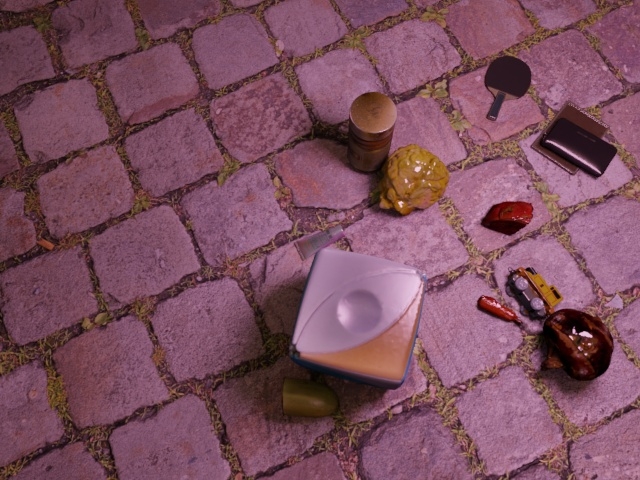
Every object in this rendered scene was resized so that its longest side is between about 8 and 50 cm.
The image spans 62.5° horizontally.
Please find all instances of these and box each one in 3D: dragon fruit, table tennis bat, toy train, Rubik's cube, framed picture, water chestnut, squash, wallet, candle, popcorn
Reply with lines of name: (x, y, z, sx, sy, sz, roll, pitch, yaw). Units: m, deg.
dragon fruit: (0.651, -0.098, 1.809, 0.127, 0.161, 0.121, 21, 76, -3)
table tennis bat: (0.709, -0.586, 2.027, 0.173, 0.022, 0.301, 23, 73, 8)
toy train: (0.710, 0.170, 1.756, 0.127, 0.089, 0.219, -27, 73, -18)
Rubik's cube: (0.112, 0.246, 1.608, 0.347, 0.351, 0.352, 14, 76, 6)
framed picture: (0.929, -0.385, 1.957, 0.189, 0.023, 0.260, 38, 77, 12)
water chestnut: (0.782, 0.328, 1.630, 0.238, 0.223, 0.224, -27, 73, 5)
squash: (-0.030, 0.499, 1.654, 0.186, 0.123, 0.123, 7, 73, 5)
wallet: (0.937, -0.345, 1.912, 0.250, 0.044, 0.149, 37, 74, 14)
candle: (0.604, 0.231, 1.757, 0.162, 0.048, 0.053, 28, 58, 10)
popcorn: (0.310, -0.214, 1.828, 0.259, 0.259, 0.212, -8, 58, -1)

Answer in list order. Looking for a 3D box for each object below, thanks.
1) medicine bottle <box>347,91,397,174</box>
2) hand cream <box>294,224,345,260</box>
medicine bottle: (0.170, -0.355, 1.811, 0.151, 0.322, 0.151, 0, 72, 1)
hand cream: (0.000, 0.000, 1.854, 0.174, 0.047, 0.076, -27, 74, 2)
